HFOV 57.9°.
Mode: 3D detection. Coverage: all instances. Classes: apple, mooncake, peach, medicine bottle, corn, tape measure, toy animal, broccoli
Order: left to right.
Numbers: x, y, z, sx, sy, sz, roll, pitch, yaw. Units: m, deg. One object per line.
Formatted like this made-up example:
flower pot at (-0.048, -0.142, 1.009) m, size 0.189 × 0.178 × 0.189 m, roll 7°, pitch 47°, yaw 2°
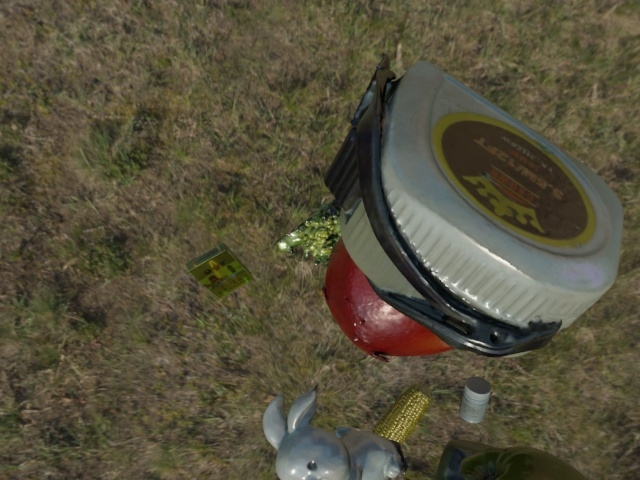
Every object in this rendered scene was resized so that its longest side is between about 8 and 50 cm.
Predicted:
broccoli at (0.017, 0.004, 1.677) m, size 0.273 × 0.242 × 0.180 m, roll -37°, pitch 89°, yaw 9°
toy animal at (0.020, 0.475, 1.260) m, size 0.310 × 0.183 × 0.247 m, roll 24°, pitch 45°, yaw -26°
corn at (0.227, 0.511, 1.644) m, size 0.091 × 0.260 × 0.091 m, roll 12°, pitch 32°, yaw -37°
peach at (0.185, 0.089, 1.211) m, size 0.369 × 0.370 × 0.370 m, roll 0°, pitch 73°, yaw -1°
tape measure at (0.104, -0.029, 0.498) m, size 0.271 × 0.133 × 0.231 m, roll 38°, pitch 43°, yaw 5°
medicine bottle at (0.348, 0.359, 1.305) m, size 0.058 × 0.091 × 0.058 m, roll 3°, pitch 30°, yaw -2°
mooncake at (0.524, 0.731, 1.723) m, size 0.351 × 0.351 × 0.188 m, roll 13°, pitch 83°, yaw 2°
apple at (0.343, 0.474, 0.916) m, size 0.295 × 0.233 × 0.258 m, roll -35°, pitch 97°, yaw -48°

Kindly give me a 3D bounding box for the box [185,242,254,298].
box at (-0.277, 0.088, 1.614) m, size 0.121 × 0.193 × 0.030 m, roll -30°, pitch 58°, yaw 1°
